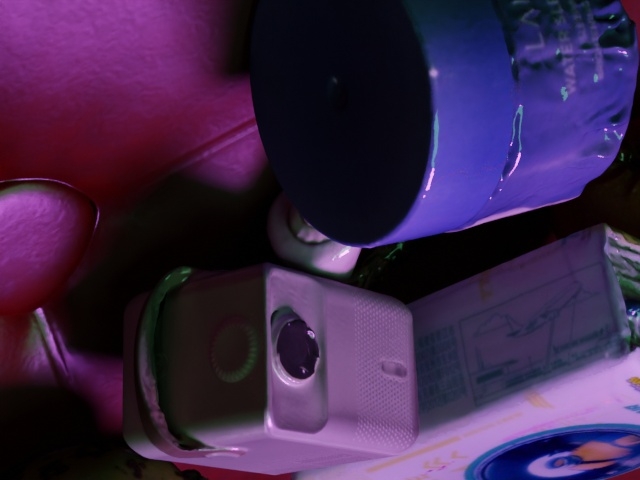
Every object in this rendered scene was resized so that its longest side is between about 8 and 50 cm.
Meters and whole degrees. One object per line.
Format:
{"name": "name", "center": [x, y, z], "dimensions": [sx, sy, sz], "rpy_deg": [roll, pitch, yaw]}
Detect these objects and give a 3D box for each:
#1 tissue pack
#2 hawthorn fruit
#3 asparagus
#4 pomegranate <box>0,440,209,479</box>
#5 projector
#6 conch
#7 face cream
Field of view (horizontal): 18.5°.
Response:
{"name": "tissue pack", "center": [0.194, 0.140, 1.858], "dimensions": [0.388, 0.162, 0.287], "rpy_deg": [-25, 150, 33]}
{"name": "hawthorn fruit", "center": [0.314, -0.020, 1.930], "dimensions": [0.179, 0.179, 0.200], "rpy_deg": [-31, 150, -12]}
{"name": "asparagus", "center": [0.059, 0.021, 1.865], "dimensions": [0.165, 0.030, 0.036], "rpy_deg": [-43, 152, 1]}
{"name": "pomegranate", "center": [-0.194, 0.288, 1.753], "dimensions": [0.270, 0.254, 0.254], "rpy_deg": [-31, 143, -35]}
{"name": "projector", "center": [-0.051, 0.116, 1.718], "dimensions": [0.177, 0.163, 0.242], "rpy_deg": [-15, 158, 39]}
{"name": "conch", "center": [0.012, -0.001, 1.757], "dimensions": [0.094, 0.104, 0.176], "rpy_deg": [-5, 150, 19]}
{"name": "face cream", "center": [0.099, -0.133, 1.578], "dimensions": [0.225, 0.249, 0.249], "rpy_deg": [-14, 134, -35]}
